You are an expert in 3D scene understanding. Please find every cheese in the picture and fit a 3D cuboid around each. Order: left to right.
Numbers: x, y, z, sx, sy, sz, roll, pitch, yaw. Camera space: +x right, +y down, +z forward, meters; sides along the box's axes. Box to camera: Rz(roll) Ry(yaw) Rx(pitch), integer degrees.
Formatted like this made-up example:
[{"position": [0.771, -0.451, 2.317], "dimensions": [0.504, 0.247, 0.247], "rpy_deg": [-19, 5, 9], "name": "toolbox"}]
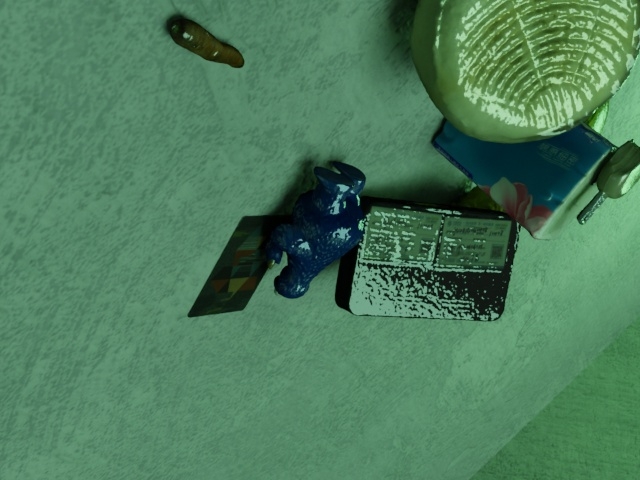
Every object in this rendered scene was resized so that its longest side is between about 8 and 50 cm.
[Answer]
[{"position": [0.491, -0.099, 1.838], "dimensions": [0.171, 0.047, 0.092], "rpy_deg": [-41, 152, -14], "name": "cheese"}]

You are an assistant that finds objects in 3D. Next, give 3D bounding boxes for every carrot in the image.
[{"position": [-0.139, -0.244, 1.392], "dimensions": [0.036, 0.035, 0.165], "rpy_deg": [-51, 154, 10], "name": "carrot"}]

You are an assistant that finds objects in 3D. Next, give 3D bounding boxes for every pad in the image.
[{"position": [-0.127, 0.042, 1.816], "dimensions": [0.143, 0.003, 0.211], "rpy_deg": [-4, 132, -51], "name": "pad"}]

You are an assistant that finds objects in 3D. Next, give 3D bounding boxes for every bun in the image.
[{"position": [0.300, -0.332, 1.663], "dimensions": [0.364, 0.202, 0.364], "rpy_deg": [-8, 117, -17], "name": "bun"}]

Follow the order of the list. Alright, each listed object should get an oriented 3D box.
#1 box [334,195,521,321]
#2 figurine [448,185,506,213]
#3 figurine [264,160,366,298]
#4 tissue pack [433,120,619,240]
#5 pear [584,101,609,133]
[{"position": [0.199, 0.037, 1.996], "dimensions": [0.350, 0.058, 0.211], "rpy_deg": [6, 99, -28], "name": "box"}, {"position": [0.209, 0.027, 2.129], "dimensions": [0.315, 0.168, 0.187], "rpy_deg": [-22, 156, -21], "name": "figurine"}, {"position": [-0.002, -0.003, 1.791], "dimensions": [0.164, 0.121, 0.262], "rpy_deg": [-23, 145, -42], "name": "figurine"}, {"position": [0.359, -0.160, 1.921], "dimensions": [0.209, 0.270, 0.137], "rpy_deg": [-50, 154, 12], "name": "tissue pack"}, {"position": [0.464, -0.196, 2.174], "dimensions": [0.288, 0.139, 0.239], "rpy_deg": [-38, 160, -10], "name": "pear"}]
